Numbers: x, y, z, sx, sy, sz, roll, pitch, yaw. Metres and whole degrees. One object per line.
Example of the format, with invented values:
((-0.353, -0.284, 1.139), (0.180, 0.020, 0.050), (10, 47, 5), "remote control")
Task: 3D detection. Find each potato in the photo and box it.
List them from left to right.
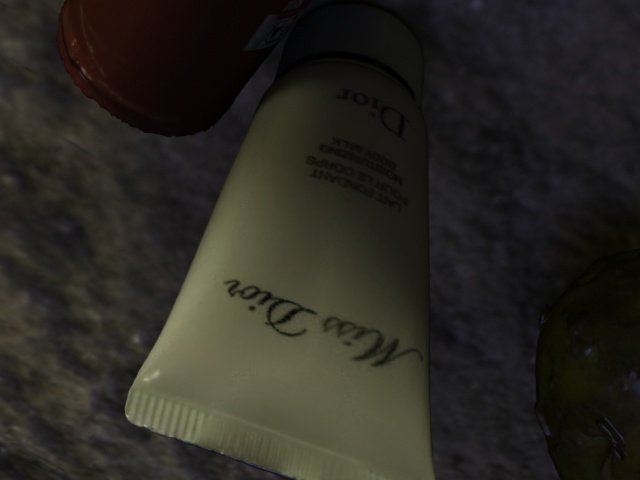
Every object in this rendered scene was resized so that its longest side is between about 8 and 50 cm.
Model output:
((0.233, 0.122, 1.028), (0.176, 0.141, 0.298), (-14, 129, 35), "potato")

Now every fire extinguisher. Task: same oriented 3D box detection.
((0.008, -0.184, 0.820), (0.147, 0.106, 0.337), (14, 139, -31), "fire extinguisher")

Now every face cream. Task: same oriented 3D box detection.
((0.000, 0.000, 0.841), (0.143, 0.314, 0.089), (21, 132, -10), "face cream")
